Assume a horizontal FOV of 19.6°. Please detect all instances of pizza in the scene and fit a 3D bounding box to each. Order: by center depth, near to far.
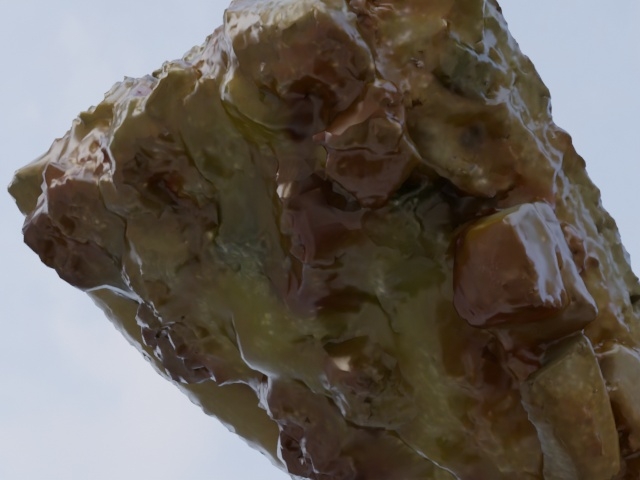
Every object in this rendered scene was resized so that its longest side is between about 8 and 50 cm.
[{"bbox_3d":[0.000,0.001,0.362,0.175,0.046,0.134,19,-50,32],"label":"pizza"}]
